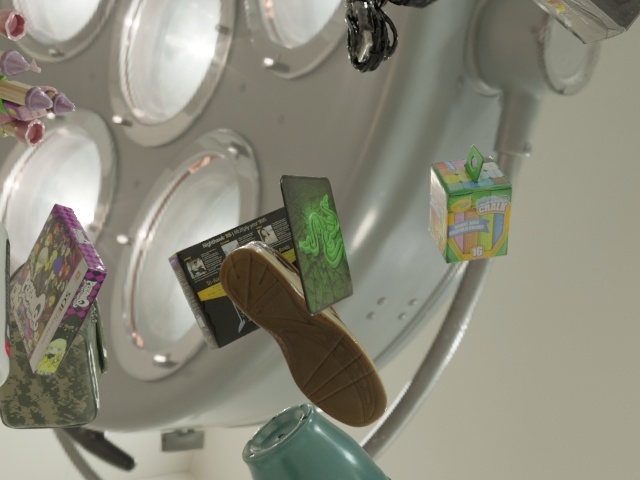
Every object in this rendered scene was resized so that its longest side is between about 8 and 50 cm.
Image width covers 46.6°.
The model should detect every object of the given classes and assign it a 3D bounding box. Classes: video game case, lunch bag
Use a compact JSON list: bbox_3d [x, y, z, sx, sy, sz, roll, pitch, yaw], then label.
[{"bbox_3d":[-0.453,0.079,1.267,0.210,0.041,0.232,-59,-138,13],"label":"video game case"},{"bbox_3d":[-0.561,0.203,1.556,0.256,0.212,0.305,-107,-163,-54],"label":"lunch bag"}]

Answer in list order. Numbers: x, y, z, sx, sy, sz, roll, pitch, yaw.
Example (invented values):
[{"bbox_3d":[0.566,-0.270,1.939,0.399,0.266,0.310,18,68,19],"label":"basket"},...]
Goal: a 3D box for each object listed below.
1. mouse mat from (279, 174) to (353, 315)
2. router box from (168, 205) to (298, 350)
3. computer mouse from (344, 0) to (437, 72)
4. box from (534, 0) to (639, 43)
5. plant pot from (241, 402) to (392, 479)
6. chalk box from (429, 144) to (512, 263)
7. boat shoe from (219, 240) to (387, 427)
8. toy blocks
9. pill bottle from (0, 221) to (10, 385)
[{"bbox_3d":[0.000,0.000,0.855,0.007,0.189,0.153,-12,-90,16],"label":"mouse mat"},{"bbox_3d":[-0.172,0.087,1.777,0.081,0.308,0.243,-24,-90,63],"label":"router box"},{"bbox_3d":[0.121,-0.292,0.713,0.272,0.072,0.189,-28,-141,26],"label":"computer mouse"},{"bbox_3d":[0.133,-0.256,0.417,0.183,0.231,0.056,-53,-172,4],"label":"box"},{"bbox_3d":[-0.021,0.493,1.557,0.271,0.271,0.255,-25,-78,41],"label":"plant pot"},{"bbox_3d":[0.296,-0.082,1.482,0.132,0.132,0.213,-103,-174,-56],"label":"chalk box"},{"bbox_3d":[-0.014,0.137,1.172,0.123,0.123,0.342,-43,-89,19],"label":"boat shoe"},{"bbox_3d":[-0.694,-0.305,1.632,0.260,0.289,0.309,19,-124,16],"label":"toy blocks"},{"bbox_3d":[-0.540,0.056,1.070,0.176,0.176,0.319,-39,-128,36],"label":"pill bottle"}]
